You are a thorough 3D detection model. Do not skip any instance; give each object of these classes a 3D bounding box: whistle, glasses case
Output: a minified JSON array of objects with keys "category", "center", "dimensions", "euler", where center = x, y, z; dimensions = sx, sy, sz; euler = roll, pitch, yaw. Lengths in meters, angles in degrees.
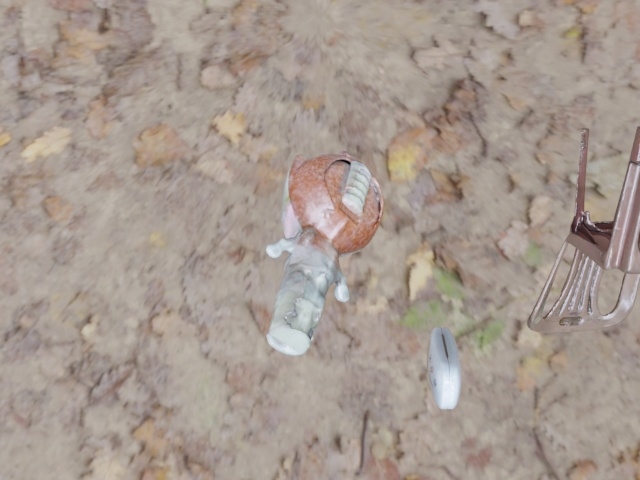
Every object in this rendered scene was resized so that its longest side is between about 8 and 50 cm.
[{"category":"whistle","center":[0.000,-0.001,1.505],"dimensions":[0.134,0.346,0.142],"euler":[-14,129,30]},{"category":"glasses case","center":[0.179,0.183,1.641],"dimensions":[0.045,0.178,0.067],"euler":[2,109,1]}]

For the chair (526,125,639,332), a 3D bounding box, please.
[{"category":"chair","center":[0.416,0.020,1.562],"dimensions":[0.176,0.183,0.326],"euler":[-2,113,-21]}]
